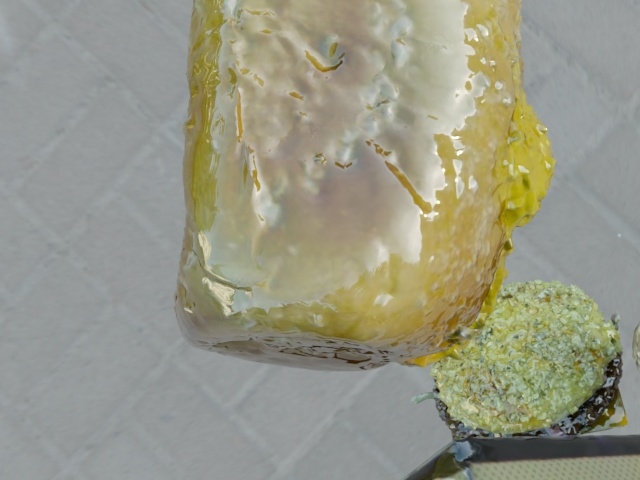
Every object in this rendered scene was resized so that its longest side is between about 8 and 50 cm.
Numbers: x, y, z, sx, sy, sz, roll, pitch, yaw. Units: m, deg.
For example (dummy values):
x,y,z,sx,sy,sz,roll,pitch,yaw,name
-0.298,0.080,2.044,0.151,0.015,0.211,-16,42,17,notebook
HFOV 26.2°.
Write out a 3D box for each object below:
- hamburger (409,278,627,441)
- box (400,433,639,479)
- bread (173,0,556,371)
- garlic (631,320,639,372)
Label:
x,y,z,sx,sy,sz,roll,pitch,yaw,name
0.227,0.142,1.593,0.261,0.243,0.139,-22,125,10,hamburger
0.056,0.195,0.647,0.310,0.198,0.084,-45,53,39,box
0.023,-0.062,0.667,0.176,0.195,0.246,5,82,-4,bread
0.411,0.152,1.370,0.152,0.228,0.228,-27,85,10,garlic
